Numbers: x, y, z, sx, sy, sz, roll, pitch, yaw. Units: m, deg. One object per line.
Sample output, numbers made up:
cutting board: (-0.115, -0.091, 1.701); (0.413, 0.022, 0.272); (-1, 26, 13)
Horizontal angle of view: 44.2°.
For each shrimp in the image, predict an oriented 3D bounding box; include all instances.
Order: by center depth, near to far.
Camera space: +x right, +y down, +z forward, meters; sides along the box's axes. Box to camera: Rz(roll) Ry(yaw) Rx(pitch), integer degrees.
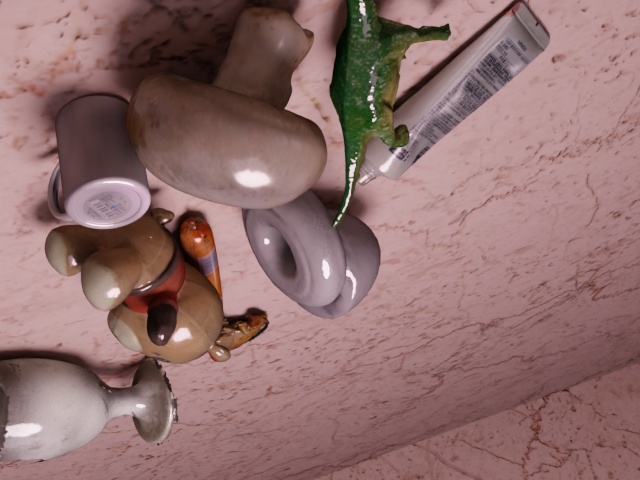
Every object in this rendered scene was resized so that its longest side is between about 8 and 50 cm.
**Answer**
shrimp: (-0.190, 0.164, 1.501); (0.117, 0.066, 0.262); (-44, 161, 10)

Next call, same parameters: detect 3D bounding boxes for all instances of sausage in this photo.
sausage: (-0.195, 0.058, 1.320); (0.053, 0.053, 0.347); (-15, 151, -11)

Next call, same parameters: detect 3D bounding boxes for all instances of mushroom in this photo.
mushroom: (-0.094, -0.154, 0.900); (0.244, 0.243, 0.243); (-16, 151, -9)

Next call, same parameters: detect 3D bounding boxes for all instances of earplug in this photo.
earplug: (-0.009, 0.009, 1.224); (0.175, 0.214, 0.325); (-43, 155, 0)

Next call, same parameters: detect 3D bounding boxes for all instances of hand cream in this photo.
hand cream: (0.174, -0.198, 1.134); (0.341, 0.077, 0.124); (-42, 146, 19)

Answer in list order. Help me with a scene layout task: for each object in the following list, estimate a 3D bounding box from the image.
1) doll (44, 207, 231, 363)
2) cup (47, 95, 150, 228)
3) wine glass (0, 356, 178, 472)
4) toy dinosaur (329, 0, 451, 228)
doll: (-0.255, 0.063, 1.158); (0.174, 0.235, 0.330); (-50, 150, -20)
cup: (-0.266, -0.082, 0.947); (0.099, 0.133, 0.136); (1, 144, -29)
wine glass: (-0.451, 0.302, 1.437); (0.357, 0.190, 0.190); (2, 144, -41)
toy dinosaur: (0.028, -0.199, 0.907); (0.301, 0.087, 0.447); (-11, 123, -53)
